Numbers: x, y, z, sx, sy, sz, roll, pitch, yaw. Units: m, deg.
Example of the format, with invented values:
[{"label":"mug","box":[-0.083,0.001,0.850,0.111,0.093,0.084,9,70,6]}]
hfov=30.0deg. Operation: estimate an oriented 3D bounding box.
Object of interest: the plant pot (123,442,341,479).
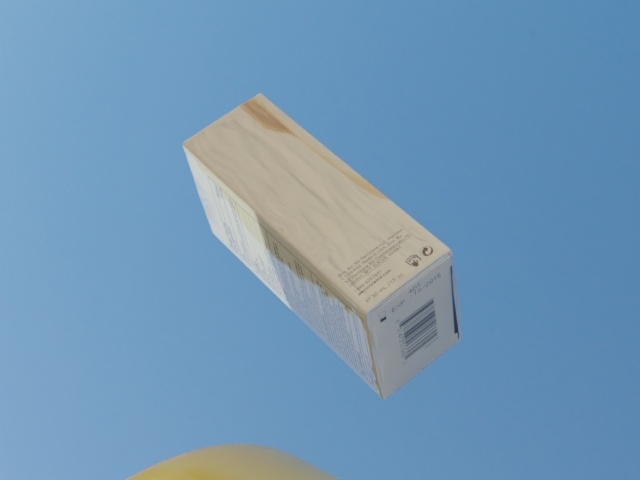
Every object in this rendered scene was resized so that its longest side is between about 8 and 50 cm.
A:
[{"label":"plant pot","box":[0.013,0.232,0.403,0.239,0.254,0.254,24,-100,35]}]

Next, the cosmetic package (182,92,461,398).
[{"label":"cosmetic package","box":[0.000,0.000,0.456,0.041,0.060,0.115,-35,-125,-17]}]
